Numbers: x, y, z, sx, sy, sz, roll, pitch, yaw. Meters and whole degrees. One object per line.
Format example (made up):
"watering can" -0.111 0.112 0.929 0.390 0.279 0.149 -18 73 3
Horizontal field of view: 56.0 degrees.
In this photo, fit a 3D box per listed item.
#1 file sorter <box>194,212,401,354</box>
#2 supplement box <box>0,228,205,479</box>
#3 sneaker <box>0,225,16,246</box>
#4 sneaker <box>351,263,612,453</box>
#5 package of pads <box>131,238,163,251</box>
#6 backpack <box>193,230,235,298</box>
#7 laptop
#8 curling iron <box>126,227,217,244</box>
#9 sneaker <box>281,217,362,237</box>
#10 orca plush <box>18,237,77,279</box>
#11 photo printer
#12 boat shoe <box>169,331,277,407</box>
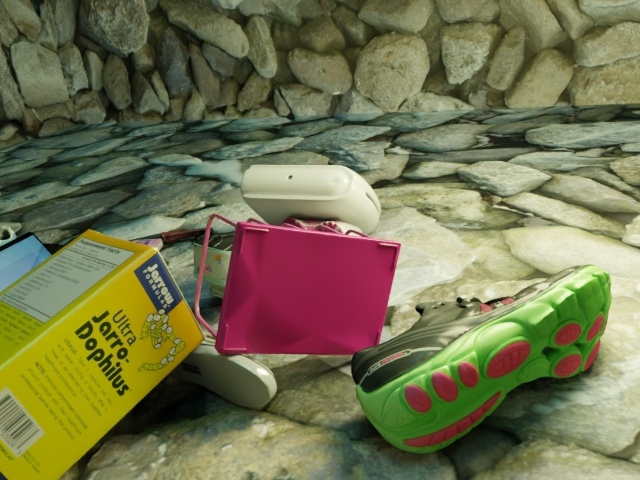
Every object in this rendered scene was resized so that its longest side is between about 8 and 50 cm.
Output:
"file sorter" -0.049 0.068 1.035 0.291 0.202 0.182 7 9 -29
"supplement box" -0.386 0.171 0.887 0.194 0.195 0.356 12 44 41
"sneaker" -0.925 0.033 1.631 0.085 0.086 0.237 2 25 17
"sneaker" 0.257 0.134 0.917 0.483 0.185 0.202 -16 28 -25
"package of pads" -0.468 0.018 1.605 0.083 0.032 0.050 -3 21 9
"backpack" -0.175 0.051 1.277 0.166 0.144 0.188 15 7 39
"laptop" -0.604 0.087 1.335 0.264 0.136 0.234 2 24 19
"curling iron" -0.418 -0.006 1.643 0.274 0.035 0.068 -4 22 5
"sneaker" 0.000 0.000 1.443 0.111 0.103 0.252 2 4 -42
"orca plush" -0.688 0.039 1.483 0.151 0.102 0.287 15 24 10
"photo printer" -0.009 -0.095 1.501 0.308 0.107 0.256 3 -19 21
"boat shoe" -0.164 0.200 1.003 0.267 0.096 0.088 1 27 40
